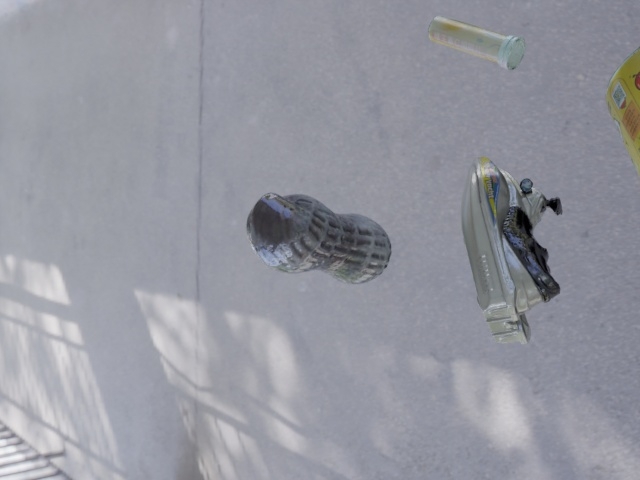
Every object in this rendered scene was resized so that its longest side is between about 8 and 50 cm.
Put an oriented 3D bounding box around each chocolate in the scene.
[{"bbox_3d":[0.000,0.000,0.707,0.072,0.167,0.072,-13,71,41],"label":"chocolate"}]

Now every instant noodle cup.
[{"bbox_3d":[0.736,-0.247,1.530,0.325,0.326,0.254,-49,43,39],"label":"instant noodle cup"}]

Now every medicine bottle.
[{"bbox_3d":[0.344,-0.443,1.720,0.218,0.074,0.073,30,114,36],"label":"medicine bottle"}]

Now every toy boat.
[{"bbox_3d":[0.256,-0.001,1.044,0.141,0.141,0.269,-29,42,47],"label":"toy boat"}]
